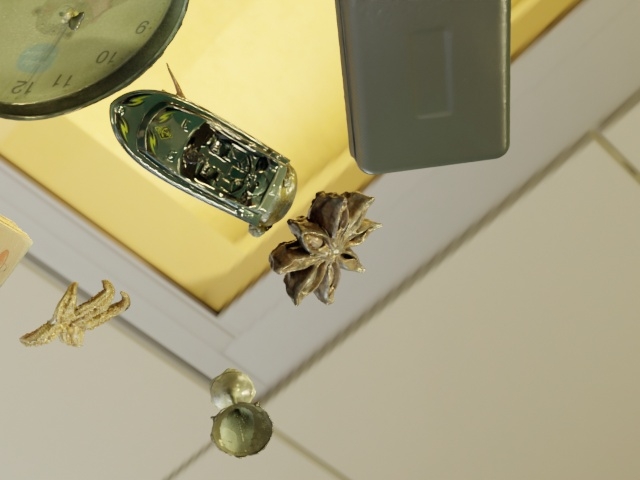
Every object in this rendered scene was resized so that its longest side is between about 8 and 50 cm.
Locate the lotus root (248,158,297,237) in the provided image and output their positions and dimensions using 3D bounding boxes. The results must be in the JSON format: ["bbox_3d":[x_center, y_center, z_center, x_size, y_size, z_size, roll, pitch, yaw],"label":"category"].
[{"bbox_3d":[-0.090,-0.080,2.194,0.088,0.088,0.165,-94,-161,-55],"label":"lotus root"}]

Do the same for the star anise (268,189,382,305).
[{"bbox_3d":[-0.001,0.000,2.221,0.109,0.236,0.223,37,-69,31],"label":"star anise"}]

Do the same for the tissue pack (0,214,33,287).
[{"bbox_3d":[-0.511,0.026,1.709,0.170,0.071,0.325,-52,175,-6],"label":"tissue pack"}]

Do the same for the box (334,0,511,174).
[{"bbox_3d":[0.098,-0.169,1.139,0.160,0.230,0.050,-8,-140,0],"label":"box"}]

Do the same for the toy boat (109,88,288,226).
[{"bbox_3d":[-0.134,-0.097,1.337,0.103,0.246,0.093,22,-95,50],"label":"toy boat"}]

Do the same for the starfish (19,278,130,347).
[{"bbox_3d":[-0.475,0.155,2.338,0.238,0.216,0.071,-19,-119,9],"label":"starfish"}]

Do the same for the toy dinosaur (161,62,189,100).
[{"bbox_3d":[-0.276,-0.281,2.523,0.039,0.126,0.162,-45,164,-27],"label":"toy dinosaur"}]

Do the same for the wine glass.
[{"bbox_3d":[-0.158,0.324,2.335,0.122,0.122,0.183,-47,-161,8],"label":"wine glass"}]

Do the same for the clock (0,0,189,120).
[{"bbox_3d":[-0.262,-0.233,1.270,0.280,0.281,0.055,-42,-113,17],"label":"clock"}]
